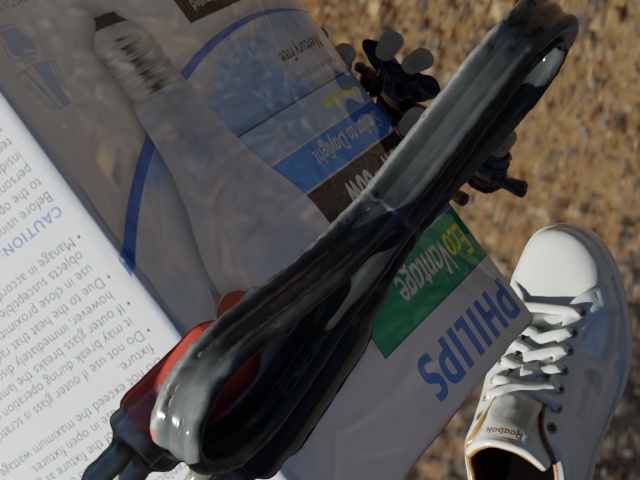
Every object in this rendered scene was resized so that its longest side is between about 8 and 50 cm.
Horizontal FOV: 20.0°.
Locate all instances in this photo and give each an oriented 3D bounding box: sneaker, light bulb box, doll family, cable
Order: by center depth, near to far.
[{"bbox_3d":[0.000,0.000,0.761,0.072,0.139,0.287,32,88,20],"label":"cable"},{"bbox_3d":[-0.102,0.020,1.096,0.225,0.358,0.361,-36,92,30],"label":"light bulb box"},{"bbox_3d":[0.053,-0.081,1.250,0.193,0.076,0.111,46,169,14],"label":"doll family"},{"bbox_3d":[0.176,0.121,1.423,0.106,0.290,0.123,2,170,25],"label":"sneaker"}]
